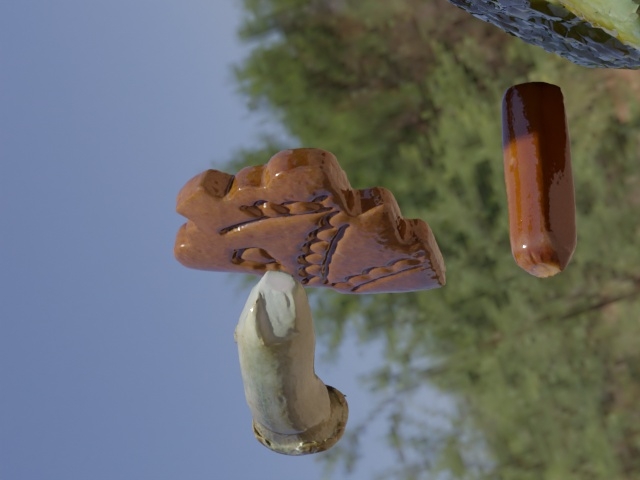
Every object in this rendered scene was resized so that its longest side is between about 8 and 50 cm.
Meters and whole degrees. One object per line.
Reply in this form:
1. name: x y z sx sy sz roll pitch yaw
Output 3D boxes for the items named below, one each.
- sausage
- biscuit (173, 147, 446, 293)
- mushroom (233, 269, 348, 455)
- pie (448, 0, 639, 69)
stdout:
1. sausage: 0.138 -0.038 1.098 0.041 0.039 0.131 20 -123 -36
2. biscuit: 0.000 0.000 1.779 0.284 0.306 0.043 -36 41 53
3. mushroom: -0.028 0.104 1.433 0.209 0.084 0.071 79 -147 -52
4. pie: 0.117 -0.234 1.121 0.395 0.180 0.418 28 -170 6
